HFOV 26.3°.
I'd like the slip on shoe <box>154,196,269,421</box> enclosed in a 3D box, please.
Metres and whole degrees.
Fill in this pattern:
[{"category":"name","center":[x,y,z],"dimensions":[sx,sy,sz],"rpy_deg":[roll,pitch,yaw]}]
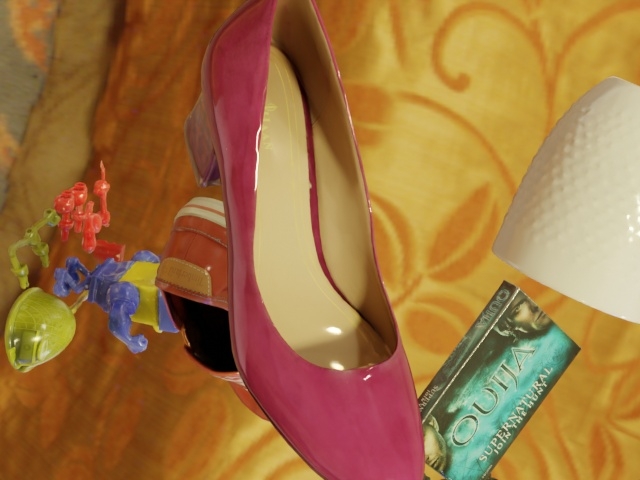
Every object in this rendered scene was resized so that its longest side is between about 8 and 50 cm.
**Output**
[{"category":"slip on shoe","center":[-0.085,0.092,1.307],"dimensions":[0.101,0.123,0.331],"rpy_deg":[-61,155,-27]}]

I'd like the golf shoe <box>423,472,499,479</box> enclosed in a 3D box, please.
[{"category":"golf shoe","center":[0.126,0.317,1.563],"dimensions":[0.272,0.120,0.105],"rpy_deg":[19,62,-33]}]

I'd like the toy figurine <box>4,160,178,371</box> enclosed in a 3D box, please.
[{"category":"toy figurine","center":[-0.237,0.045,1.743],"dimensions":[0.217,0.362,0.191],"rpy_deg":[10,109,6]}]

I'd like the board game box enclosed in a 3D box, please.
[{"category":"board game box","center":[0.162,0.145,1.323],"dimensions":[0.126,0.026,0.186],"rpy_deg":[40,84,-39]}]

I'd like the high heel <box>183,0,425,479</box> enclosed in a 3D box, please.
[{"category":"high heel","center":[0.000,0.000,0.984],"dimensions":[0.127,0.181,0.377],"rpy_deg":[-15,66,-32]}]

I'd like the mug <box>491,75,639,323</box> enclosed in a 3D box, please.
[{"category":"mug","center":[0.488,-0.057,2.113],"dimensions":[0.276,0.374,0.328],"rpy_deg":[15,103,-43]}]
